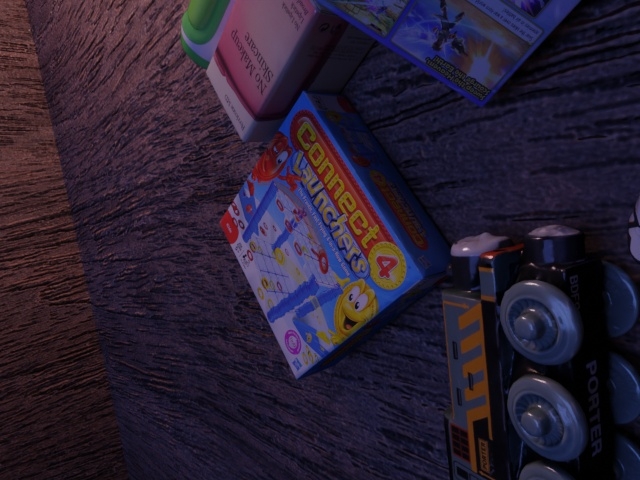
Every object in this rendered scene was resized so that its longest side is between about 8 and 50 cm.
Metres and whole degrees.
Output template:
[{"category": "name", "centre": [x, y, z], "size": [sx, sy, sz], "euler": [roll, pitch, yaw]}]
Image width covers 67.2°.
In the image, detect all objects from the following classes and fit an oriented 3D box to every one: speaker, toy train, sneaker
[{"category": "speaker", "centre": [-0.115, -0.398, 0.729], "size": [0.296, 0.131, 0.131], "euler": [-43, 68, 46]}, {"category": "toy train", "centre": [0.213, 0.149, 0.503], "size": [0.190, 0.142, 0.334], "euler": [3, 103, 59]}, {"category": "sneaker", "centre": [0.293, -0.028, 0.423], "size": [0.040, 0.044, 0.109], "euler": [19, 116, 43]}]

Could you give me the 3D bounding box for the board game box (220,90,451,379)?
[{"category": "board game box", "centre": [0.000, 0.000, 0.715], "size": [0.302, 0.086, 0.308], "euler": [-49, 62, 40]}]

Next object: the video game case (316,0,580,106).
[{"category": "video game case", "centre": [0.116, -0.286, 0.416], "size": [0.269, 0.061, 0.244], "euler": [28, 134, -12]}]

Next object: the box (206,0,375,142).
[{"category": "box", "centre": [-0.046, -0.270, 0.682], "size": [0.232, 0.127, 0.148], "euler": [-47, 66, 45]}]
